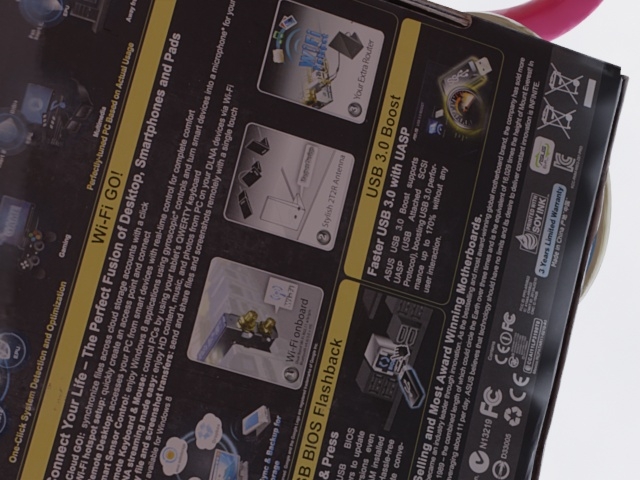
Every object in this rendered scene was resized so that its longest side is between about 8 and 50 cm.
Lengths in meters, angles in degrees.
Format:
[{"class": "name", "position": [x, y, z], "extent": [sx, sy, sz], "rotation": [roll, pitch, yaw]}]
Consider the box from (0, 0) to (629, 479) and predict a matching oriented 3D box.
[{"class": "box", "position": [-0.072, 0.073, 0.678], "extent": [0.097, 0.318, 0.395], "rotation": [156, -51, -71]}]

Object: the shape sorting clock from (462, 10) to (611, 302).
[{"class": "shape sorting clock", "position": [0.100, -0.040, 1.075], "extent": [0.040, 0.206, 0.206], "rotation": [-19, -146, -35]}]

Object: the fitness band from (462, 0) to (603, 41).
[{"class": "fitness band", "position": [0.093, -0.239, 1.293], "extent": [0.291, 0.209, 0.054], "rotation": [-3, -158, -8]}]
